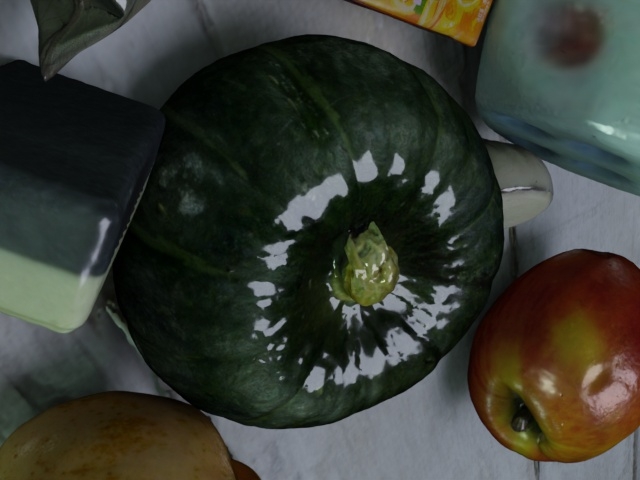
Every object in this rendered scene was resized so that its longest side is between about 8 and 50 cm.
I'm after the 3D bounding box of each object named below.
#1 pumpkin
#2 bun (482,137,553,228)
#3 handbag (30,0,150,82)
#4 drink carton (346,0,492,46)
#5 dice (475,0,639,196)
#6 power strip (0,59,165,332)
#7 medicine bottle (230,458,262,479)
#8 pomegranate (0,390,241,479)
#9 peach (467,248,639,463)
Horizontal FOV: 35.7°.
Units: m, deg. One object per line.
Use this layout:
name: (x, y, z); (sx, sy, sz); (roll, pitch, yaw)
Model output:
pumpkin: (0.000, 0.000, 0.727); (0.300, 0.207, 0.300); (-15, 118, -29)
bun: (0.170, -0.065, 1.040); (0.138, 0.138, 0.094); (23, 52, -57)
handbag: (-0.133, -0.221, 0.496); (0.182, 0.117, 0.270); (-60, 149, -28)
drink carton: (0.063, -0.228, 0.797); (0.223, 0.071, 0.096); (2, 112, -53)
dice: (0.317, -0.189, 0.943); (0.262, 0.268, 0.265); (-69, 163, 0)
power strip: (-0.144, -0.036, 0.513); (0.256, 0.105, 0.070); (-99, -149, -72)
medicine bottle: (-0.076, 0.303, 0.925); (0.112, 0.149, 0.222); (-43, 143, -25)
pomegranate: (-0.145, 0.206, 0.710); (0.207, 0.207, 0.207); (-33, 137, -36)
peach: (0.323, 0.148, 1.275); (0.281, 0.238, 0.281); (-7, 100, -43)
